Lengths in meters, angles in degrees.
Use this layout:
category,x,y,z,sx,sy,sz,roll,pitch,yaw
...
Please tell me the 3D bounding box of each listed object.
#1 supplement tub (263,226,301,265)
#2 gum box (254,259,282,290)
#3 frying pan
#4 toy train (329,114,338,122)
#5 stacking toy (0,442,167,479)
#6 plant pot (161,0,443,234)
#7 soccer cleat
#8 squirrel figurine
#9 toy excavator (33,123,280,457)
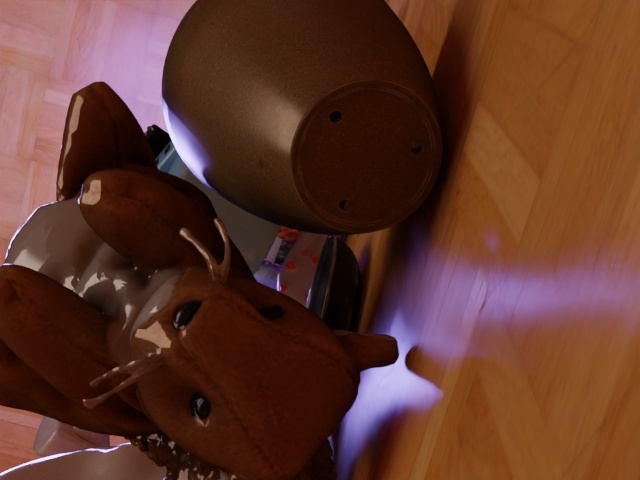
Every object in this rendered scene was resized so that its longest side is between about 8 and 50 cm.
category,x,y,z,sx,sy,sz,roll,pitch,yaw
supplement tub,-0.065,0.041,1.862,0.117,0.117,0.190,-82,8,-58
gum box,-0.077,0.087,1.712,0.188,0.062,0.107,15,91,58
frying pan,-0.002,0.122,1.210,0.326,0.053,0.197,-86,11,-58
toy train,0.020,-0.185,1.716,0.248,0.105,0.143,109,-176,-48
stacking toy,-0.219,0.490,1.263,0.350,0.350,0.480,-90,-3,-74
plant pot,0.004,-0.099,0.984,0.254,0.237,0.237,-129,52,-65
soccer cleat,0.000,0.000,1.556,0.076,0.068,0.196,-67,-1,-85
squirrel figurine,-0.093,0.109,0.987,0.281,0.370,0.397,-49,-49,-22
toy excavator,-0.196,0.038,1.542,0.433,0.222,0.445,-46,19,31
